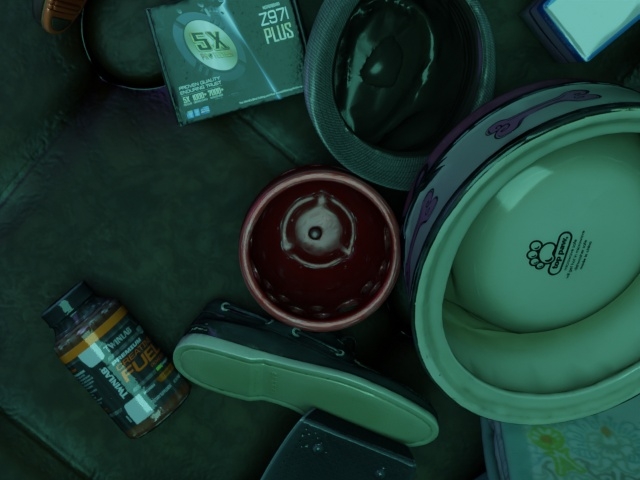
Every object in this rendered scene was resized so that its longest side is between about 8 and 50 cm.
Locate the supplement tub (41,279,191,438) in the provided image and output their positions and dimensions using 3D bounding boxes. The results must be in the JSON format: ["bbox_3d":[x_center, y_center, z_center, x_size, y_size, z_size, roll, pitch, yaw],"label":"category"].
[{"bbox_3d":[-0.261,0.146,1.553,0.106,0.106,0.198,-39,98,6],"label":"supplement tub"}]

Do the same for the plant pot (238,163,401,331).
[{"bbox_3d":[0.000,0.000,1.494,0.191,0.174,0.191,0,99,0],"label":"plant pot"}]

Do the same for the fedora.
[{"bbox_3d":[0.081,-0.196,1.471,0.243,0.124,0.275,14,86,-20],"label":"fedora"}]

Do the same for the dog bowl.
[{"bbox_3d":[0.269,0.002,1.380,0.408,0.150,0.408,-9,124,-13],"label":"dog bowl"}]

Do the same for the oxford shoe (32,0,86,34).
[{"bbox_3d":[-0.318,-0.384,1.482,0.098,0.097,0.271,12,94,16],"label":"oxford shoe"}]

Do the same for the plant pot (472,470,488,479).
[{"bbox_3d":[0.256,0.419,1.500,0.247,0.248,0.252,8,115,-1],"label":"plant pot"}]

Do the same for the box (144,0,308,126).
[{"bbox_3d":[-0.104,-0.233,1.504,0.180,0.077,0.147,-14,99,2],"label":"box"}]

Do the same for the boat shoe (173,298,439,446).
[{"bbox_3d":[-0.008,0.159,1.556,0.340,0.113,0.127,14,138,6],"label":"boat shoe"}]

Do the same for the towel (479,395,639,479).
[{"bbox_3d":[0.356,0.262,1.448,0.320,0.374,0.090,6,120,-2],"label":"towel"}]

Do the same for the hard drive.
[{"bbox_3d":[0.004,0.326,1.568,0.172,0.054,0.255,22,124,-4],"label":"hard drive"}]

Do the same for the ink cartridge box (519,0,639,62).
[{"bbox_3d":[0.321,-0.283,1.434,0.148,0.203,0.086,-41,96,5],"label":"ink cartridge box"}]
